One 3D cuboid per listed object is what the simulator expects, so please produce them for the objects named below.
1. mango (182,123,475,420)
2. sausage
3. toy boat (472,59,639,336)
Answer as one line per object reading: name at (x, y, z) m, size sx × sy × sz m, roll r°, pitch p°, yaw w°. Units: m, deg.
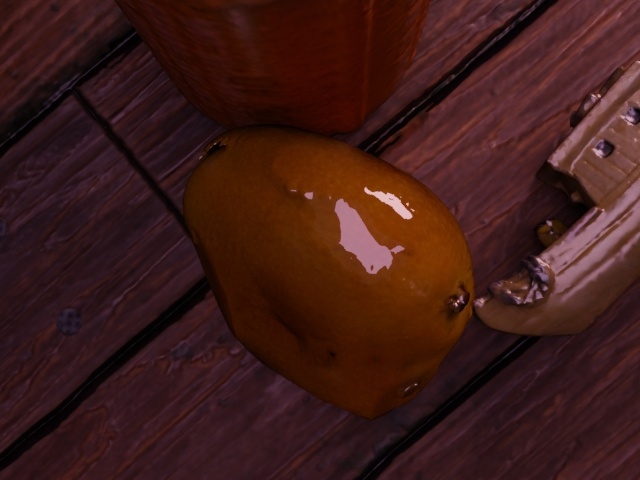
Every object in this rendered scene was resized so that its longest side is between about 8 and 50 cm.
mango at (0.000, 0.000, 0.556) m, size 0.236 × 0.166 × 0.136 m, roll 24°, pitch 46°, yaw 22°
sausage at (-0.031, -0.205, 0.496) m, size 0.233 × 0.287 × 0.233 m, roll 0°, pitch 83°, yaw 2°
toy boat at (0.232, -0.054, 0.576) m, size 0.121 × 0.089 × 0.321 m, roll 44°, pitch 92°, yaw 10°
